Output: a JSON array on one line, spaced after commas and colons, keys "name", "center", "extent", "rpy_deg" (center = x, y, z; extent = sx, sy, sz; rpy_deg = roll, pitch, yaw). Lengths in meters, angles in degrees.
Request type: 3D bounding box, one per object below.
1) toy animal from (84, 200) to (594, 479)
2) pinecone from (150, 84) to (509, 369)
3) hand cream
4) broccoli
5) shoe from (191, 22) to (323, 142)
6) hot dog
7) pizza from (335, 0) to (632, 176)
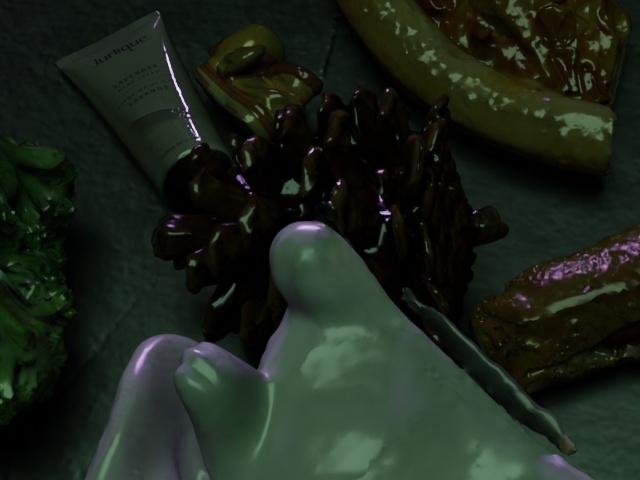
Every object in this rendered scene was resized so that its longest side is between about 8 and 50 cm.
[{"name": "toy animal", "center": [-0.019, 0.142, 0.720], "extent": [0.289, 0.174, 0.249], "rpy_deg": [-23, 69, -5]}, {"name": "pinecone", "center": [0.000, 0.001, 0.953], "extent": [0.212, 0.168, 0.186], "rpy_deg": [-16, 50, 27]}, {"name": "hand cream", "center": [-0.117, -0.091, 1.093], "extent": [0.087, 0.054, 0.186], "rpy_deg": [-29, 53, -8]}, {"name": "broccoli", "center": [-0.275, 0.006, 0.944], "extent": [0.265, 0.245, 0.294], "rpy_deg": [39, 57, 21]}, {"name": "shoe", "center": [-0.041, -0.107, 1.078], "extent": [0.069, 0.072, 0.109], "rpy_deg": [-36, 22, 0]}, {"name": "hot dog", "center": [0.230, 0.017, 0.972], "extent": [0.289, 0.068, 0.083], "rpy_deg": [-23, 53, -4]}, {"name": "pizza", "center": [0.108, -0.185, 1.098], "extent": [0.182, 0.074, 0.365], "rpy_deg": [-31, 61, 0]}]
